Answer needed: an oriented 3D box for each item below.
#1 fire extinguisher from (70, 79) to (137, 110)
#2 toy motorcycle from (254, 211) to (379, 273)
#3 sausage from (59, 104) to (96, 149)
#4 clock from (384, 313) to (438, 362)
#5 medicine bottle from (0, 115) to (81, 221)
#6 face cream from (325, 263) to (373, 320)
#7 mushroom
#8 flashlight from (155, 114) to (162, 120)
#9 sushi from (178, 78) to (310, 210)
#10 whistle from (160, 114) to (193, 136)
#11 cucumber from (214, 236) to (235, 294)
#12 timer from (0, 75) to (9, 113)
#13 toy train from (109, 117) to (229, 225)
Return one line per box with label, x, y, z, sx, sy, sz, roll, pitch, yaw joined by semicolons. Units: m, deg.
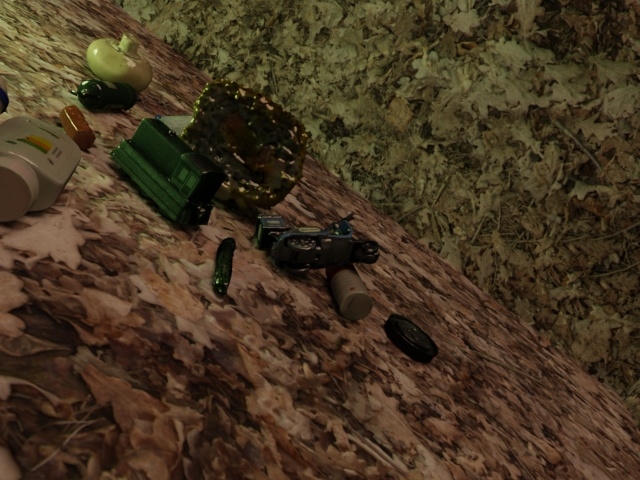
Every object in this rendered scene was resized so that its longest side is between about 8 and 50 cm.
fire extinguisher;-0.696;-0.459;1.713;0.118;0.093;0.294;11;15;7
toy motorcycle;0.000;0.000;1.602;0.359;0.125;0.212;1;34;-21
sausage;-0.647;-0.307;1.427;0.065;0.065;0.169;17;24;-48
clock;0.275;0.298;1.648;0.185;0.040;0.184;32;17;-11
medicine bottle;-0.572;-0.143;1.040;0.161;0.111;0.296;30;18;-22
face cream;0.081;0.138;1.601;0.096;0.095;0.214;29;17;-24
mushroom;-0.743;-0.672;2.019;0.246;0.202;0.246;25;27;-14
flashlight;-0.575;-0.427;1.964;0.035;0.057;0.121;-23;44;-27
sushi;-0.239;-0.283;1.710;0.397;0.351;0.240;29;1;-8
whistle;-0.430;-0.371;1.953;0.290;0.163;0.163;-6;34;-20
cucumber;-0.230;0.057;1.293;0.044;0.043;0.256;26;19;-17
timer;-0.787;-0.356;1.028;0.270;0.270;0.383;49;7;38
toy train;-0.388;-0.183;1.405;0.330;0.178;0.138;43;18;17
